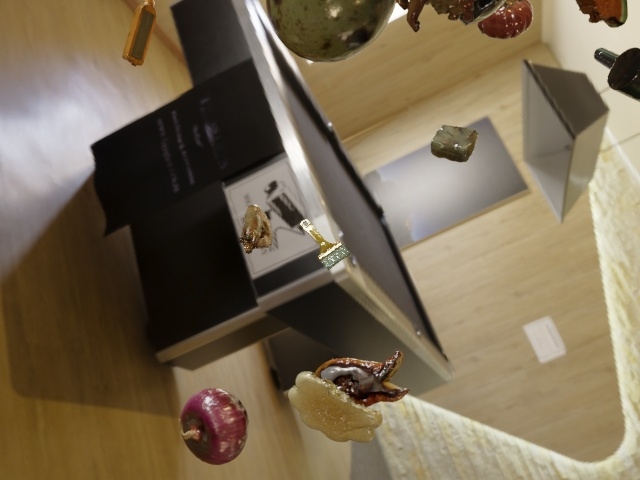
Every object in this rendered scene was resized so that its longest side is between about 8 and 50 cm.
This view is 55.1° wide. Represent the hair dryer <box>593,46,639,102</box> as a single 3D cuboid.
[{"bbox_3d":[0.874,-0.455,1.677,0.244,0.116,0.302,19,30,-19],"label":"hair dryer"}]

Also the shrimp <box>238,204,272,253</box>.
[{"bbox_3d":[-0.220,-0.024,2.104,0.154,0.062,0.294,56,23,-19],"label":"shrimp"}]

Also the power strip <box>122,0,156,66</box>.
[{"bbox_3d":[-0.433,-0.508,1.479,0.049,0.028,0.178,16,91,-54],"label":"power strip"}]

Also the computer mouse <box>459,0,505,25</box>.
[{"bbox_3d":[0.388,-0.610,1.463,0.087,0.168,0.295,31,37,-20],"label":"computer mouse"}]

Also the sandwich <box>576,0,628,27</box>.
[{"bbox_3d":[0.689,-0.632,1.546,0.235,0.159,0.079,42,-18,-23],"label":"sandwich"}]

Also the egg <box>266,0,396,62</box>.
[{"bbox_3d":[0.046,-0.689,1.662,0.345,0.428,0.345,42,-5,4],"label":"egg"}]

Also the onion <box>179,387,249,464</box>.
[{"bbox_3d":[-0.250,0.436,1.434,0.177,0.177,0.153,62,39,-20],"label":"onion"}]

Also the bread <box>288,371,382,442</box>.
[{"bbox_3d":[0.029,0.448,1.586,0.250,0.182,0.039,29,33,4],"label":"bread"}]

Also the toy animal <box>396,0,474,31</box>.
[{"bbox_3d":[0.204,-0.568,1.288,0.312,0.157,0.097,51,25,-11],"label":"toy animal"}]

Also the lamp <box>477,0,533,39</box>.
[{"bbox_3d":[0.604,-0.741,2.008,0.140,0.181,0.182,77,-1,-46],"label":"lamp"}]

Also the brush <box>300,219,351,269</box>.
[{"bbox_3d":[0.000,0.000,1.797,0.205,0.083,0.011,48,-10,37],"label":"brush"}]

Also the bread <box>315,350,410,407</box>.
[{"bbox_3d":[0.109,0.381,1.646,0.095,0.268,0.140,39,44,-66],"label":"bread"}]

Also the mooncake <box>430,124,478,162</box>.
[{"bbox_3d":[0.411,-0.294,1.869,0.130,0.125,0.073,-54,152,-34],"label":"mooncake"}]
